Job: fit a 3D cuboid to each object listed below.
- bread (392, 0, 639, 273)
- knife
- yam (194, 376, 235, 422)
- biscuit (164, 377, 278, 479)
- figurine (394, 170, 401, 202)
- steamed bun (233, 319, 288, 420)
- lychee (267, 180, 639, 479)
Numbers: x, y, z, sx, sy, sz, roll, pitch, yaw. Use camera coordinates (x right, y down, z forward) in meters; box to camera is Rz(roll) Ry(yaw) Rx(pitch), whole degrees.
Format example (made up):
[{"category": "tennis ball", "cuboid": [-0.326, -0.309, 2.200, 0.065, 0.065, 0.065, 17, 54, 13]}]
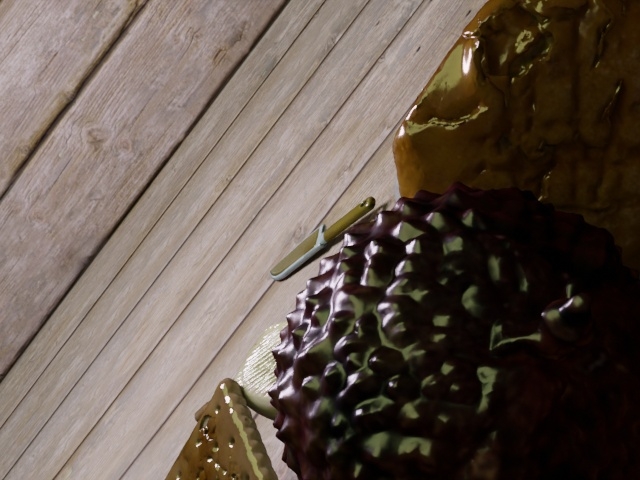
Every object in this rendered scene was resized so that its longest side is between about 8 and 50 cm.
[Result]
[{"category": "bread", "cuboid": [0.290, -0.128, 1.412, 0.398, 0.398, 0.215, -47, 14, 17]}, {"category": "knife", "cuboid": [0.000, -0.001, 2.268, 0.343, 0.027, 0.061, -38, 29, 42]}, {"category": "yam", "cuboid": [-0.181, 0.292, 2.208, 0.145, 0.032, 0.032, -44, 24, 26]}, {"category": "biscuit", "cuboid": [-0.171, 0.388, 1.822, 0.325, 0.044, 0.217, -59, 41, 34]}, {"category": "figurine", "cuboid": [0.274, -0.117, 1.608, 0.394, 0.274, 0.227, -20, 57, 26]}, {"category": "steamed bun", "cuboid": [-0.006, 0.216, 1.818, 0.238, 0.152, 0.170, 0, 52, 46]}, {"category": "lychee", "cuboid": [0.160, 0.147, 1.197, 0.425, 0.424, 0.500, -63, 7, -21]}]
